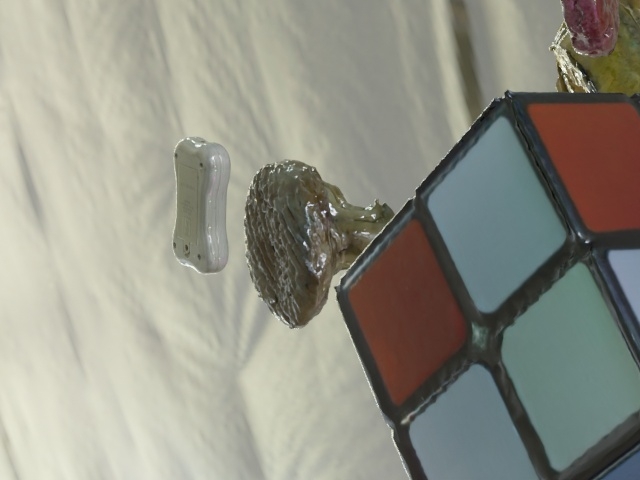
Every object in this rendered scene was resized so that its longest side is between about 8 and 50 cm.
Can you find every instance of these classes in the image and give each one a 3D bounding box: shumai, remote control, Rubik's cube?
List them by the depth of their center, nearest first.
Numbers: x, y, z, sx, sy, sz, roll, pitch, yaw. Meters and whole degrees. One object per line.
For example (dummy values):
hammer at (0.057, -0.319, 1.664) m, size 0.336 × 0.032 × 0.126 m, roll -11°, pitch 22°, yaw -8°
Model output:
Rubik's cube at (0.140, 0.045, 0.819) m, size 0.183 × 0.167 × 0.180 m, roll -47°, pitch -125°, yaw 44°
remote control at (-0.108, -0.032, 1.502) m, size 0.074 × 0.032 × 0.122 m, roll 24°, pitch -64°, yaw 55°
shumai at (0.000, 0.000, 2.019) m, size 0.161 × 0.153 × 0.209 m, roll 123°, pitch -45°, yaw -56°

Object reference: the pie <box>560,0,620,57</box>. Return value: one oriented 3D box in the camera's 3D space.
pie at (0.241, -0.256, 1.489) m, size 0.182 × 0.050 × 0.182 m, roll -7°, pitch 90°, yaw -73°

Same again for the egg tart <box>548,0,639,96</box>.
egg tart at (0.371, -0.185, 2.003) m, size 0.315 × 0.120 × 0.315 m, roll 60°, pitch 0°, yaw 0°
